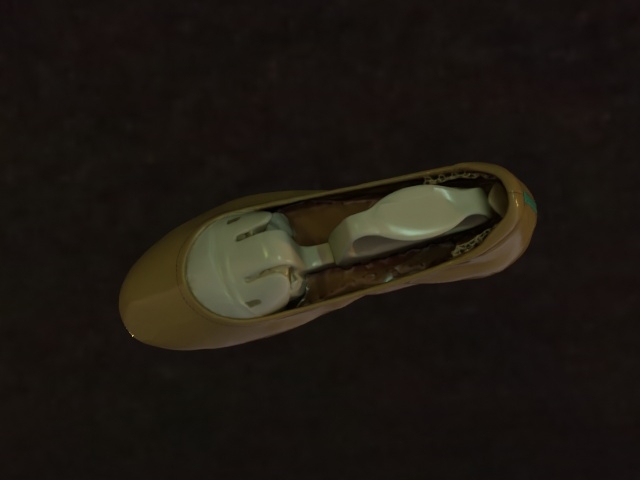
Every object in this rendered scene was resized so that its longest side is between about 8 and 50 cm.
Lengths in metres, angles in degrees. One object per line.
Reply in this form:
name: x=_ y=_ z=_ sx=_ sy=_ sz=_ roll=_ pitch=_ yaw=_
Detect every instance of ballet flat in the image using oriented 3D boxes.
ballet flat: x=0.000 y=0.000 z=0.977 sx=0.232 sy=0.080 sz=0.073 roll=-16 pitch=167 yaw=0
